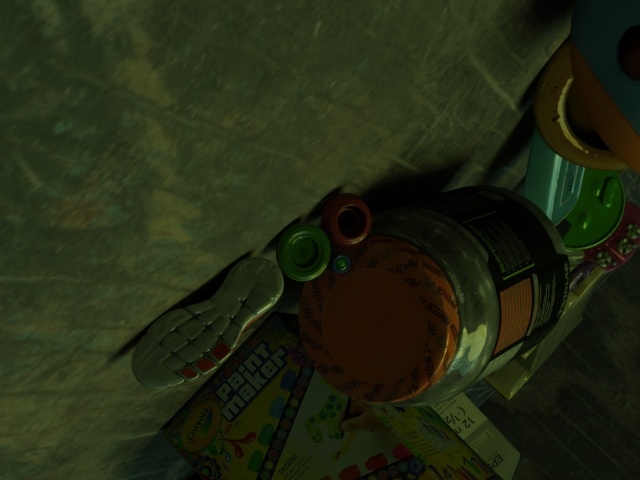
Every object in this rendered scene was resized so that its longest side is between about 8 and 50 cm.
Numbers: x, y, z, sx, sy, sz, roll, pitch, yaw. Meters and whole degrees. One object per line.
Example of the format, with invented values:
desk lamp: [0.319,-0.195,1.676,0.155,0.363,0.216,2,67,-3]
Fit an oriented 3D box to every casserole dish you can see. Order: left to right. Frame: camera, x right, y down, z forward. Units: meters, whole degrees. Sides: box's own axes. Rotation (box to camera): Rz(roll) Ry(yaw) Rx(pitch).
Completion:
casserole dish: [0.270,-0.088,1.742,0.114,0.037,0.188,-38,143,-47]

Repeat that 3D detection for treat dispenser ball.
treat dispenser ball: [0.366,-0.178,1.368,0.288,0.288,0.288,-41,166,-13]

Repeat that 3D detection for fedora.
fedora: [0.315,-0.168,1.623,0.194,0.194,0.079,-52,-158,28]

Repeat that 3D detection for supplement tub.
supplement tub: [0.115,0.053,1.526,0.193,0.193,0.316,-50,165,23]

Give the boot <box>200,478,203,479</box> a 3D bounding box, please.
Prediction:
boot: [-0.119,0.386,1.953,0.260,0.131,0.348,-43,158,-36]

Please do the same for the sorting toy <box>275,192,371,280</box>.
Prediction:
sorting toy: [0.000,0.000,1.358,0.102,0.061,0.042,-32,-163,-20]

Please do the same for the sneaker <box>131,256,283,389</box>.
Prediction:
sneaker: [-0.094,0.078,1.285,0.158,0.061,0.065,-36,171,-29]

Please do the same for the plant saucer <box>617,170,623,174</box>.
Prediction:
plant saucer: [0.443,-0.159,2.168,0.188,0.045,0.188,-40,165,-17]

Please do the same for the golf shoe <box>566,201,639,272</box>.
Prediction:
golf shoe: [0.405,0.041,2.561,0.306,0.115,0.140,-35,175,-11]

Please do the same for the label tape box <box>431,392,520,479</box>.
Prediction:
label tape box: [0.195,0.327,2.240,0.115,0.347,0.249,-41,166,-16]

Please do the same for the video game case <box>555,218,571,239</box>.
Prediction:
video game case: [0.191,0.091,1.920,0.196,0.026,0.274,-49,-178,-37]

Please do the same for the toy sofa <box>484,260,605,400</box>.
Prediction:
toy sofa: [0.287,0.097,2.253,0.177,0.150,0.362,-47,167,-9]

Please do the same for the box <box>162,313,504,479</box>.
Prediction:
box: [0.029,0.235,1.633,0.177,0.279,0.290,-47,166,8]

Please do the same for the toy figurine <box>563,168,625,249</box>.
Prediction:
toy figurine: [0.331,-0.071,2.036,0.159,0.130,0.173,127,-16,-88]
